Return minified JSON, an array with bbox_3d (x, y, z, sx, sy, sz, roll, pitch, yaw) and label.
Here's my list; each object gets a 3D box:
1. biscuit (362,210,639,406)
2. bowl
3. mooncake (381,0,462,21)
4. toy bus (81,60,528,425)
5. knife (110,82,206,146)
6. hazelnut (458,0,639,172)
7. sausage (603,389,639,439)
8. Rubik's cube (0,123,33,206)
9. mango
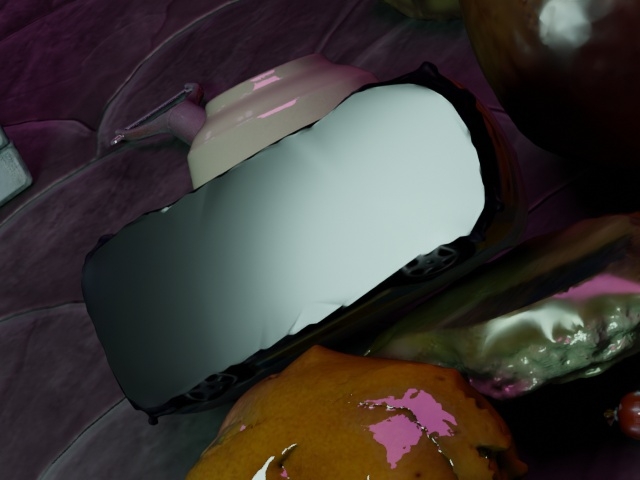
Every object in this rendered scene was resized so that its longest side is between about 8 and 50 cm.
[{"bbox_3d":[0.163,0.062,1.397,0.335,0.078,0.329,-28,11,-3],"label":"biscuit"},{"bbox_3d":[-0.028,-0.098,1.668,0.238,0.126,0.238,-24,-1,0],"label":"bowl"},{"bbox_3d":[0.119,-0.445,1.900,0.246,0.394,0.393,-53,13,-29],"label":"mooncake"},{"bbox_3d":[0.000,0.000,1.469,0.386,0.171,0.162,-29,-13,23],"label":"toy bus"},{"bbox_3d":[-0.136,-0.111,1.914,0.123,0.053,0.278,-39,35,-13],"label":"knife"},{"bbox_3d":[0.317,-0.255,1.583,0.421,0.353,0.421,13,43,-12],"label":"hazelnut"},{"bbox_3d":[0.284,0.131,1.324,0.145,0.048,0.050,-2,77,32],"label":"sausage"},{"bbox_3d":[-0.530,-0.124,1.990,0.256,0.253,0.259,-37,34,-19],"label":"Rubik's cube"},{"bbox_3d":[0.022,0.179,1.306,0.287,0.201,0.153,-2,-6,33],"label":"mango"}]
